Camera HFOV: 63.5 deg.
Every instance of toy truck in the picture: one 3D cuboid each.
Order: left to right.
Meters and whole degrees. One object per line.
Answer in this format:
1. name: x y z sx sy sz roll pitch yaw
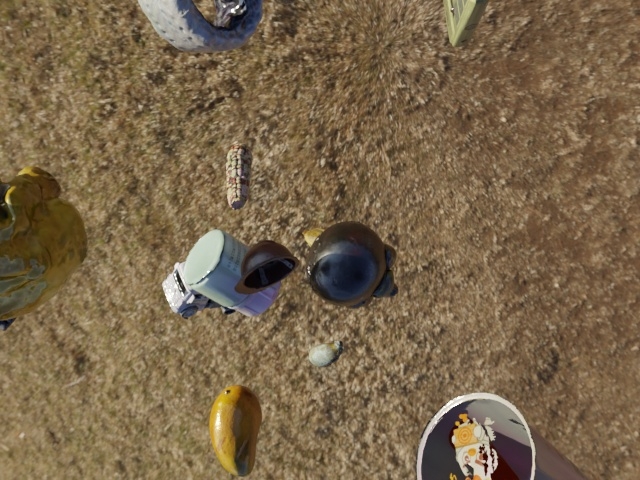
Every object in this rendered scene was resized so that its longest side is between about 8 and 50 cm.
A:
1. toy truck: -0.344 0.144 1.776 0.178 0.363 0.177 -52 57 36

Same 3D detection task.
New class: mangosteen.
1. mangosteen: 0.089 0.069 1.229 0.249 0.211 0.211 29 112 -18

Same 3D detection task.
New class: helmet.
1. helmet: -0.094 0.034 0.828 0.111 0.089 0.057 -33 65 12

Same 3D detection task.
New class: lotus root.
1. lotus root: 0.000 0.000 1.521 0.151 0.072 0.063 23 126 36
2. lotus root: 0.021 0.407 1.854 0.165 0.088 0.088 -30 105 39

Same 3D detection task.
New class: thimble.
1. thimble: -0.246 -0.511 1.078 0.157 0.245 0.217 14 86 41

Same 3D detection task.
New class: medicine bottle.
1. medicine bottle: -0.179 0.070 1.063 0.135 0.135 0.168 -40 126 18

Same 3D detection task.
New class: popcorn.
1. popcorn: -0.404 0.002 0.638 0.189 0.254 0.192 11 135 3

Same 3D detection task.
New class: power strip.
1. power strip: 0.170 -0.288 0.616 0.028 0.169 0.076 -10 91 7

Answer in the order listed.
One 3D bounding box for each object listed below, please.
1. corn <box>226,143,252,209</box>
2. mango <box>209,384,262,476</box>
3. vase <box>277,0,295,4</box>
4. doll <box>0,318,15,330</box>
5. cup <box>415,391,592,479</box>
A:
1. corn: -0.276 -0.221 1.767 0.092 0.281 0.092 -5 140 -4
2. mango: -0.166 0.366 1.007 0.089 0.165 0.115 -18 139 31
3. vase: -0.137 -0.714 1.439 0.182 0.120 0.120 -1 111 24
4. doll: -0.724 0.074 1.019 0.194 0.153 0.258 -15 125 14
5. cup: 0.310 0.380 0.793 0.288 0.203 0.203 34 112 -29
